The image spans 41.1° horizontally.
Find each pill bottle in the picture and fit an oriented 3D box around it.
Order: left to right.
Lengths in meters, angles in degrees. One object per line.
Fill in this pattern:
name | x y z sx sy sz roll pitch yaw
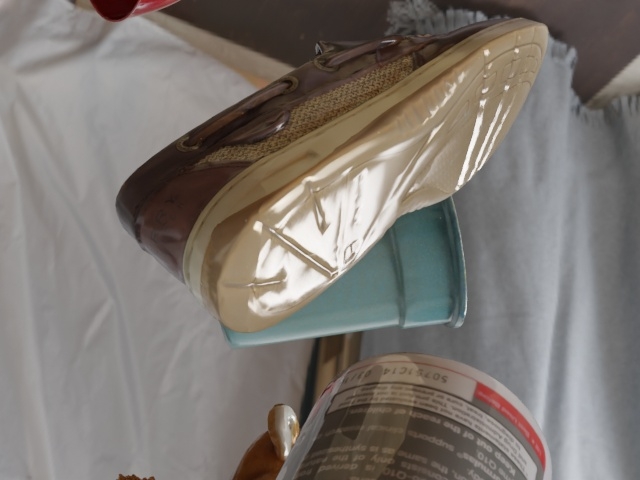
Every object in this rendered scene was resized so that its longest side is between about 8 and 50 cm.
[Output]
pill bottle | 0.027 0.201 0.451 0.161 0.283 0.161 10 120 17

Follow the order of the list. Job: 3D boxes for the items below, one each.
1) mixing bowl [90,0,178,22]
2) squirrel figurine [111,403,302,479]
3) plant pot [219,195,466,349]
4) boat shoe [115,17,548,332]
mixing bowl | -0.172 -0.317 0.884 0.098 0.181 0.181 -8 157 -38
squirrel figurine | -0.108 0.344 0.876 0.397 0.370 0.281 15 134 -5
plant pot | 0.000 0.000 1.256 0.334 0.341 0.341 -13 144 -4
boat shoe | 0.022 -0.060 0.436 0.092 0.285 0.102 33 138 23
